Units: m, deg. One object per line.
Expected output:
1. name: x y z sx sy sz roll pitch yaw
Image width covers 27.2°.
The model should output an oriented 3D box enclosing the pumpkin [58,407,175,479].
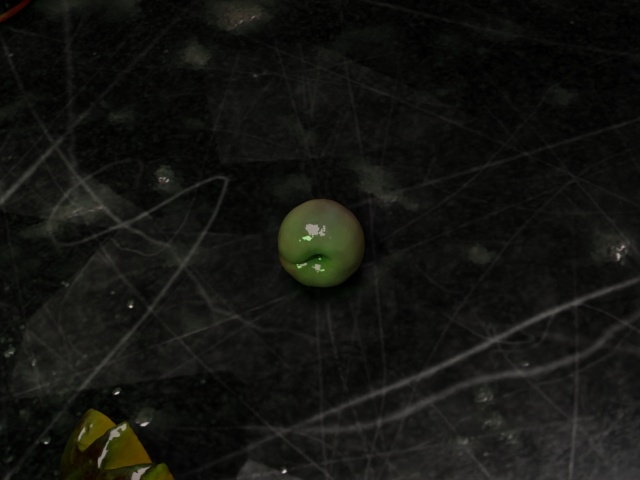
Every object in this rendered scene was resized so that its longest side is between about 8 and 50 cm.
1. pumpkin: -0.162 0.246 0.993 0.149 0.130 0.254 -36 56 -21

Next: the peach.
1. peach: 0.001 0.002 1.208 0.083 0.083 0.083 -4 50 4

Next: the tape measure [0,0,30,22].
1. tape measure: -0.445 -0.337 1.526 0.260 0.114 0.253 23 56 20
